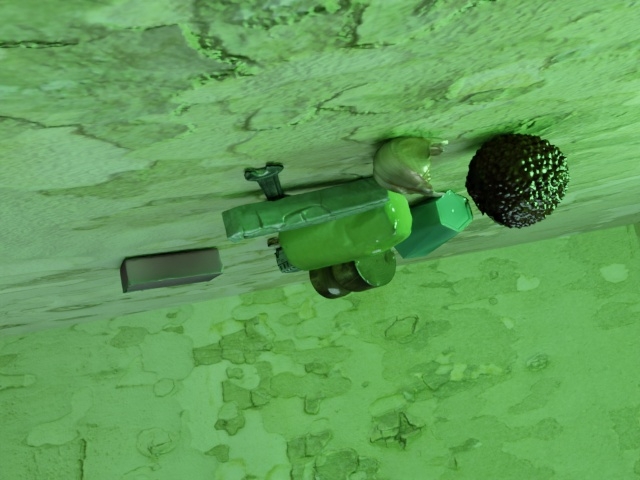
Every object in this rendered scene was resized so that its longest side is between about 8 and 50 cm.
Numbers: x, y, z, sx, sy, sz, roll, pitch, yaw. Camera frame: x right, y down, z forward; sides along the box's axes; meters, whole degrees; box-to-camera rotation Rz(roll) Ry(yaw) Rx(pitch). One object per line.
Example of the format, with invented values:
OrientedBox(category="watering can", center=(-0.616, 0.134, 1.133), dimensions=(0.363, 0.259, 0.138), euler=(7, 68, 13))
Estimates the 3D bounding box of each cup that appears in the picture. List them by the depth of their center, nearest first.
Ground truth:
OrientedBox(category="cup", center=(0.294, -0.042, 1.623), dimensions=(0.148, 0.134, 0.236), euler=(-10, 171, -25))

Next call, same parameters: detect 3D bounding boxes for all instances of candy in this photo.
OrientedBox(category="candy", center=(0.051, -0.023, 1.424), dimensions=(0.343, 0.142, 0.132), euler=(-19, 155, 41))

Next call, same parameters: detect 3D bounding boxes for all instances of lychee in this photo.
OrientedBox(category="lychee", center=(0.361, -0.112, 1.123), dimensions=(0.188, 0.188, 0.188), euler=(-10, 171, -2))

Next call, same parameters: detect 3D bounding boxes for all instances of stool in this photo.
OrientedBox(category="stool", center=(0.106, 0.091, 2.092), dimensions=(0.179, 0.179, 0.264), euler=(-4, 169, -37))

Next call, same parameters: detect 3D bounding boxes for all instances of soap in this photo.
OrientedBox(category="soap", center=(-0.419, 0.085, 1.729), dimensions=(0.259, 0.081, 0.181), euler=(-8, 172, -23))

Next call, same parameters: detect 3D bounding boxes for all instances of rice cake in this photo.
OrientedBox(category="rice cake", center=(-0.026, -0.063, 1.219), dimensions=(0.336, 0.066, 0.063), euler=(-15, 161, -13))

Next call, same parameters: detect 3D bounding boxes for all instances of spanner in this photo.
OrientedBox(category="spanner", center=(-0.090, -0.098, 1.163), dimensions=(0.071, 0.017, 0.302), euler=(-15, 171, 1))

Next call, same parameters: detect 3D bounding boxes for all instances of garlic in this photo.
OrientedBox(category="garlic", center=(0.146, -0.122, 1.052), dimensions=(0.124, 0.099, 0.174), euler=(5, 170, -5))

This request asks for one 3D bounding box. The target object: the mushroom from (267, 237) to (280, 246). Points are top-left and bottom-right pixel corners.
OrientedBox(category="mushroom", center=(-0.129, 0.007, 1.786), dimensions=(0.049, 0.019, 0.101), euler=(-10, 174, 0))

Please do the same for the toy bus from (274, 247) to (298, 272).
OrientedBox(category="toy bus", center=(-0.076, 0.052, 1.912), dimensions=(0.087, 0.089, 0.194), euler=(-6, 171, -26))
